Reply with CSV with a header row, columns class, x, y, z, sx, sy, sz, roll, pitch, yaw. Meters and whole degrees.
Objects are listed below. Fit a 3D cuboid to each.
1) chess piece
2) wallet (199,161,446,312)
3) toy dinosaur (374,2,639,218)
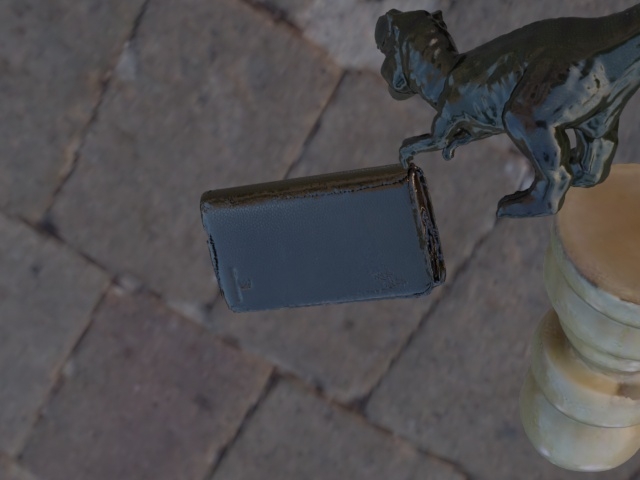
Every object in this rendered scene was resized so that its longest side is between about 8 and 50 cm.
class,x,y,z,sx,sy,sz,roll,pitch,yaw
chess piece,0.216,0.079,1.337,0.143,0.142,0.261,19,138,7
wallet,0.000,0.000,1.464,0.198,0.031,0.110,-7,104,29
toy dinosaur,0.095,-0.108,0.863,0.187,0.087,0.179,13,114,27
